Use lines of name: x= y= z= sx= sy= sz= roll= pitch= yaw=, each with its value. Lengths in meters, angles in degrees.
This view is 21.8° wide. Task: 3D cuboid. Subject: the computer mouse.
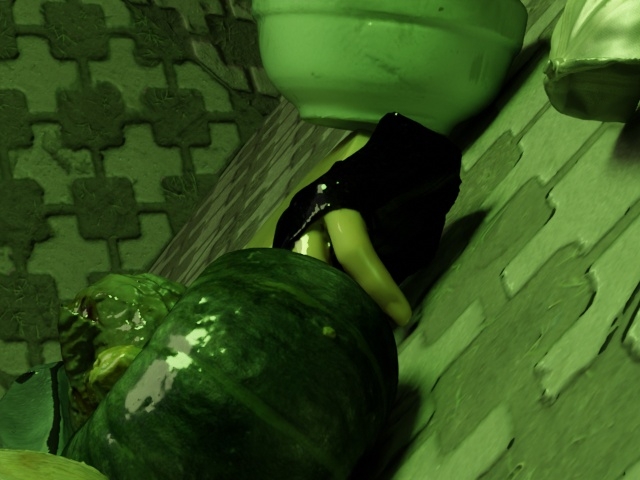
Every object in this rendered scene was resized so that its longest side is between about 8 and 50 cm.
computer mouse: x=-0.305 y=0.263 z=1.945 sx=0.114 sy=0.203 sz=0.374 roll=-36 pitch=13 yaw=5

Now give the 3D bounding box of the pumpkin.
pumpkin: x=-0.076 y=0.135 z=1.267 sx=0.300 sy=0.207 sz=0.300 roll=-53 pitch=0 yaw=0

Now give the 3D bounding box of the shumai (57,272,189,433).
shumai: x=-0.171 y=0.136 z=1.839 sx=0.218 sy=0.189 sz=0.256 roll=-44 pitch=-39 yaw=-51

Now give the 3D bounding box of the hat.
hat: x=0.262 y=-0.198 z=1.232 sx=0.219 sy=0.164 sz=0.226 roll=-27 pitch=46 yaw=66

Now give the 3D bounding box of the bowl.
bowl: x=0.069 y=-0.203 z=1.829 sx=0.307 sy=0.307 sz=0.163 roll=180 pitch=97 yaw=-79

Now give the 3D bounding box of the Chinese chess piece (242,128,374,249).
Chinese chess piece: x=0.000 y=0.000 z=1.822 sx=0.273 sy=0.102 sz=0.273 roll=-49 pitch=7 yaw=8

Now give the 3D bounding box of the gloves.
gloves: x=0.021 y=0.035 z=1.496 sx=0.197 sy=0.152 sz=0.301 roll=84 pitch=-156 yaw=-64

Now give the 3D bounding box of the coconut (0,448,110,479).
coconut: x=-0.208 y=0.269 z=1.024 sx=0.297 sy=0.254 sz=0.297 roll=-32 pitch=35 yaw=25
